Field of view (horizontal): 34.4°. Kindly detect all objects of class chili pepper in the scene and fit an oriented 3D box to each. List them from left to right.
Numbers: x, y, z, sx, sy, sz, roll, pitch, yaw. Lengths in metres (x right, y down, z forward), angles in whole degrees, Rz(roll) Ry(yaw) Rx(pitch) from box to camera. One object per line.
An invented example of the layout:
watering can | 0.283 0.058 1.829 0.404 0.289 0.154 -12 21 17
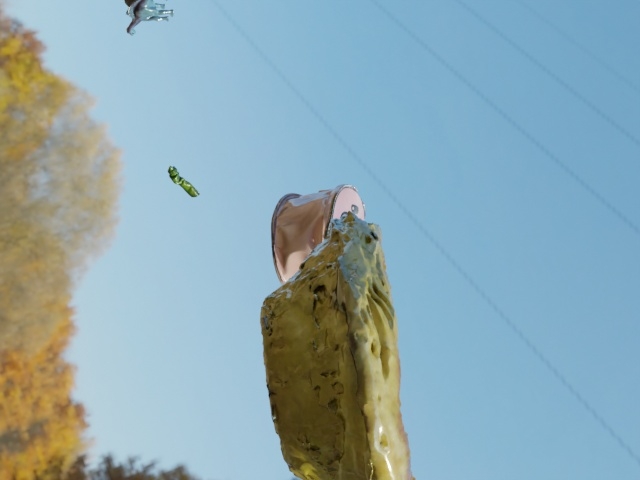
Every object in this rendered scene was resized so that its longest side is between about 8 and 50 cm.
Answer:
chili pepper | -0.244 -0.104 1.811 0.083 0.022 0.027 47 7 -38

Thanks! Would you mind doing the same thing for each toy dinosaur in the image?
toy dinosaur | -0.296 -0.400 1.770 0.197 0.080 0.045 138 -60 -63

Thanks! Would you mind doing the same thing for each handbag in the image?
handbag | 0.001 0.000 1.908 0.116 0.179 0.205 -3 -98 27

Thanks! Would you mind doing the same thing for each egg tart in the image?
egg tart | 0.015 0.133 1.019 0.341 0.132 0.341 -8 90 -89
